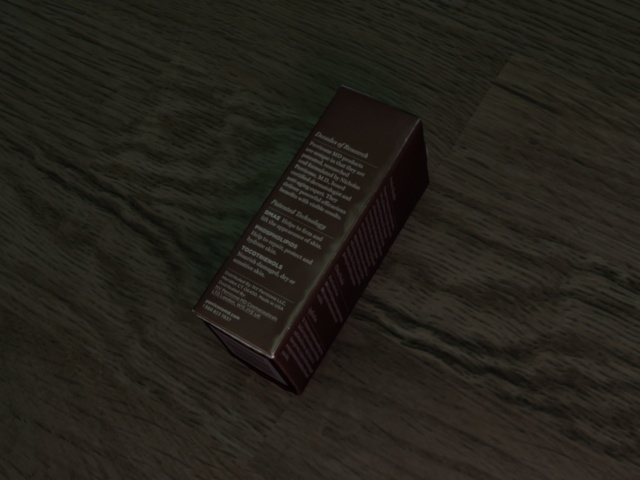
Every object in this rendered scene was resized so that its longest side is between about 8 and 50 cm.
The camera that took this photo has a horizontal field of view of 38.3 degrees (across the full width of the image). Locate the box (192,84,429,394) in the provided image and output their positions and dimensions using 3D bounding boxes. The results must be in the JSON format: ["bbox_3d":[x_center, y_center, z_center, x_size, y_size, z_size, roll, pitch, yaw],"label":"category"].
[{"bbox_3d":[0.000,0.000,1.269,0.143,0.191,0.381,28,74,20],"label":"box"}]
